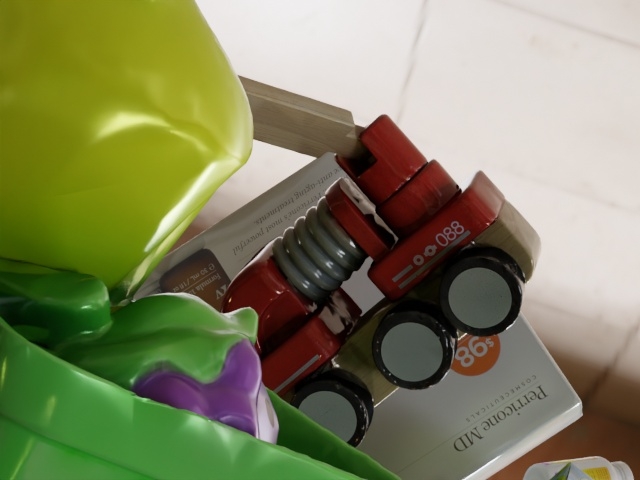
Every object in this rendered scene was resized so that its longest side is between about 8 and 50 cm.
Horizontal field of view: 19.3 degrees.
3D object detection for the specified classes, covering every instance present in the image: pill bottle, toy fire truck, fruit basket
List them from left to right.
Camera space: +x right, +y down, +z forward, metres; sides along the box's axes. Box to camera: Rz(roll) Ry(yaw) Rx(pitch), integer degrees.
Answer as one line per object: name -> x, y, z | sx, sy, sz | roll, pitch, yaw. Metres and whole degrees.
fruit basket -> -0.112, 0.012, 0.896 | 0.283, 0.392, 0.392 | 27, 161, -33
toy fire truck -> 0.000, 0.000, 1.295 | 0.246, 0.217, 0.158 | 49, -161, -3
pill bottle -> 0.203, 0.192, 1.466 | 0.083, 0.043, 0.043 | -3, 173, -28

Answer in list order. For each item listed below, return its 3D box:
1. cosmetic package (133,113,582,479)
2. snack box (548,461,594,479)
cosmetic package -> -0.024, 0.121, 1.502 | 0.284, 0.377, 0.097 | 56, 180, 13
snack box -> 0.181, 0.283, 1.369 | 0.174, 0.070, 0.207 | 38, 129, -4
